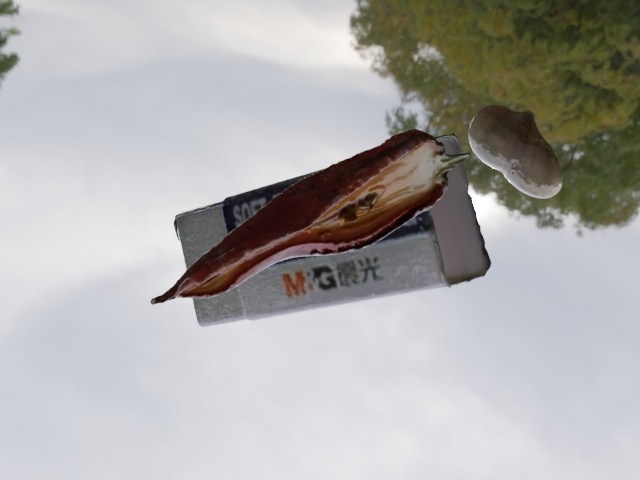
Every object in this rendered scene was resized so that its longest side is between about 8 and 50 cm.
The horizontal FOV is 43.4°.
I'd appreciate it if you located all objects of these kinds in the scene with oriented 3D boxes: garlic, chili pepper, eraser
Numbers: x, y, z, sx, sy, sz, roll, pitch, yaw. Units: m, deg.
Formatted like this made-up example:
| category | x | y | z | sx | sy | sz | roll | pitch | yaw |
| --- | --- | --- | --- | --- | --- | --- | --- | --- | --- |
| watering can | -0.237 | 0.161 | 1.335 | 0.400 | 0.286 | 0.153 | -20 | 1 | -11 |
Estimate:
| category | x | y | z | sx | sy | sz | roll | pitch | yaw |
| --- | --- | --- | --- | --- | --- | --- | --- | --- | --- |
| garlic | 0.311 | -0.138 | 1.265 | 0.174 | 0.099 | 0.124 | 41 | -148 | 8 |
| chili pepper | -0.002 | -0.010 | 0.388 | 0.178 | 0.045 | 0.027 | -30 | -143 | -20 |
| eraser | 0.000 | 0.000 | 0.741 | 0.287 | 0.130 | 0.086 | -12 | -178 | 36 |
